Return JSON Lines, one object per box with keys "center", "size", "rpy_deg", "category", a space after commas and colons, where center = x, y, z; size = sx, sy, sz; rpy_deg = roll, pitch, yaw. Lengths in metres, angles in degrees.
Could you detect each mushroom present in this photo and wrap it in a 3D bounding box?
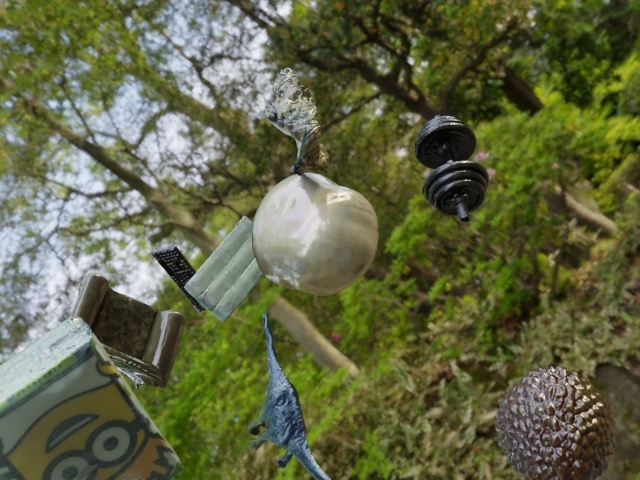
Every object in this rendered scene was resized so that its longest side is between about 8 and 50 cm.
{"center": [0.000, 0.000, 1.556], "size": [0.254, 0.260, 0.234], "rpy_deg": [-22, -36, 18], "category": "mushroom"}

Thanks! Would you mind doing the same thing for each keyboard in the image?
{"center": [-0.290, 0.087, 1.741], "size": [0.013, 0.061, 0.204], "rpy_deg": [-85, -27, -44], "category": "keyboard"}

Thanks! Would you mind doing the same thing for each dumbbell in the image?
{"center": [0.195, -0.112, 1.197], "size": [0.099, 0.099, 0.208], "rpy_deg": [106, 162, -50], "category": "dumbbell"}

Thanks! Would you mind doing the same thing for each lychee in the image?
{"center": [0.456, 0.371, 1.544], "size": [0.235, 0.236, 0.271], "rpy_deg": [-59, 7, 19], "category": "lychee"}

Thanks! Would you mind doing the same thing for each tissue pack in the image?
{"center": [-0.386, 0.305, 1.249], "size": [0.228, 0.128, 0.310], "rpy_deg": [-36, -58, -17], "category": "tissue pack"}

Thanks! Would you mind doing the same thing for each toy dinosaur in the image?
{"center": [-0.067, 0.315, 1.444], "size": [0.077, 0.362, 0.147], "rpy_deg": [4, -36, -40], "category": "toy dinosaur"}

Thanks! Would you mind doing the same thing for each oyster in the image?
{"center": [-0.043, -0.219, 1.477], "size": [0.092, 0.198, 0.259], "rpy_deg": [-15, 17, 6], "category": "oyster"}

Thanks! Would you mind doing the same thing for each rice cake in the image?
{"center": [-0.178, 0.058, 1.630], "size": [0.211, 0.124, 0.038], "rpy_deg": [-47, 0, -33], "category": "rice cake"}

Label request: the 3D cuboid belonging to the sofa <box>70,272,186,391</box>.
{"center": [-0.434, 0.200, 1.771], "size": [0.182, 0.258, 0.199], "rpy_deg": [-26, 43, 46], "category": "sofa"}
